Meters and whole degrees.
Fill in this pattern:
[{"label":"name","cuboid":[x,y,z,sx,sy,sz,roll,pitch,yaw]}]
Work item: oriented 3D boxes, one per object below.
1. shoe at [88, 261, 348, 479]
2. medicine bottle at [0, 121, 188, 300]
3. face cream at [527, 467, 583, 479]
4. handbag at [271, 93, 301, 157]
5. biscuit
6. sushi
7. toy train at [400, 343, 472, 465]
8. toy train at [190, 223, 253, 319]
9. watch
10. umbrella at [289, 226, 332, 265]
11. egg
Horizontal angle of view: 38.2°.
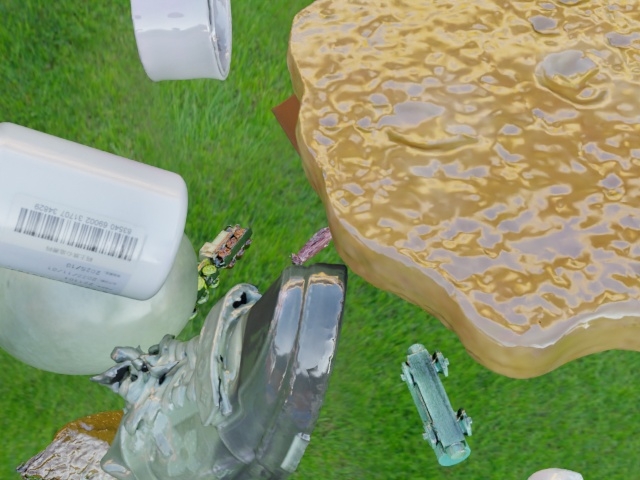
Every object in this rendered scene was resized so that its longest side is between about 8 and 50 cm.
[{"label":"shoe","cuboid":[-0.083,0.103,0.626,0.149,0.293,0.109,20,46,-2]},{"label":"medicine bottle","cuboid":[-0.199,-0.025,0.673,0.187,0.103,0.102,16,75,-23]},{"label":"face cream","cuboid":[0.280,0.441,1.164,0.102,0.102,0.345,25,42,-4]},{"label":"handbag","cuboid":[0.056,-0.112,0.870,0.190,0.063,0.127,-37,97,-45]},{"label":"biscuit","cuboid":[0.168,-0.074,0.674,0.365,0.062,0.385,-15,53,-12]},{"label":"sushi","cuboid":[-0.361,0.368,1.523,0.149,0.287,0.140,40,100,12]},{"label":"toy train","cuboid":[0.231,0.330,1.845,0.101,0.159,0.248,-19,58,-2]},{"label":"toy train","cuboid":[-0.221,0.055,1.815,0.085,0.053,0.249,16,50,27]},{"label":"watch","cuboid":[-0.165,-0.340,1.289,0.196,0.244,0.231,-3,104,5]},{"label":"umbrella","cuboid":[0.000,0.000,1.370,0.165,0.025,0.027,-41,119,-24]},{"label":"egg","cuboid":[-0.326,0.059,1.289,0.259,0.352,0.258,4,85,-50]}]
